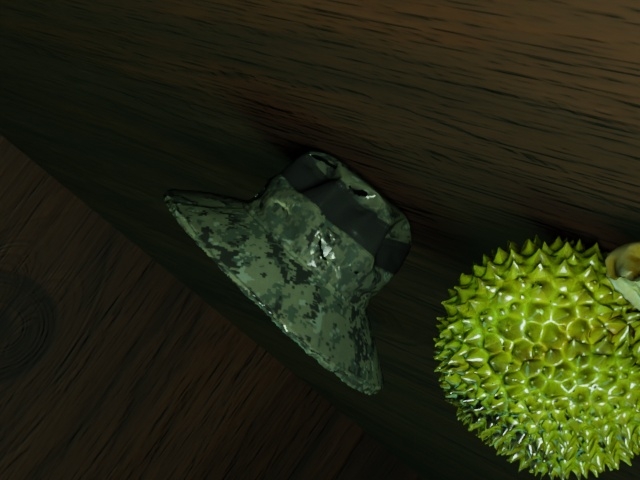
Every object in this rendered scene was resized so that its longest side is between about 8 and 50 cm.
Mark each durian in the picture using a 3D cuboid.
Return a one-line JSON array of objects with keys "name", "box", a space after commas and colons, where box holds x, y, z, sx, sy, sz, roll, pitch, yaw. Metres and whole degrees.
[{"name": "durian", "box": [0.170, 0.082, 1.288, 0.198, 0.159, 0.146, 28, 157, 22]}]

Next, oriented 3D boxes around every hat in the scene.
[{"name": "hat", "box": [0.000, 0.000, 1.577, 0.265, 0.128, 0.265, 43, -177, -3]}]

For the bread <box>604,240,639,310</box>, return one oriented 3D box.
[{"name": "bread", "box": [0.262, 0.054, 1.068, 0.128, 0.088, 0.232, 49, 173, -21]}]
